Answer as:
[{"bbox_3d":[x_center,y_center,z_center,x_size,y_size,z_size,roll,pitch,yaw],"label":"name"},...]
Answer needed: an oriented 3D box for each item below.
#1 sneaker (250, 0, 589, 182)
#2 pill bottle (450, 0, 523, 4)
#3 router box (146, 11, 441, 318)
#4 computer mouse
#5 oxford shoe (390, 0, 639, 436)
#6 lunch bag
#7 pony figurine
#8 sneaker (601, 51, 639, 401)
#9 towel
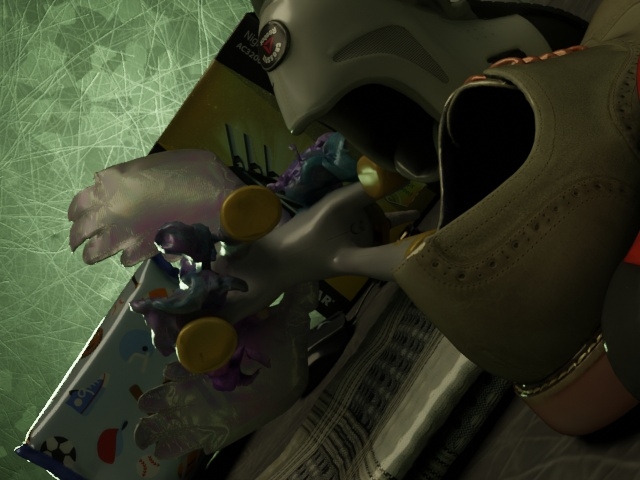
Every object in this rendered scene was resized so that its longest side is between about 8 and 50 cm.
[{"bbox_3d":[0.100,-0.104,0.679,0.122,0.330,0.146,-35,56,55],"label":"sneaker"},{"bbox_3d":[0.161,-0.206,1.005,0.162,0.162,0.278,-52,9,18],"label":"pill bottle"},{"bbox_3d":[-0.031,-0.088,1.101,0.243,0.309,0.081,-53,5,15],"label":"router box"},{"bbox_3d":[0.030,0.075,1.036,0.242,0.041,0.071,-54,8,2],"label":"computer mouse"},{"bbox_3d":[0.161,-0.080,0.550,0.140,0.146,0.397,-50,8,46],"label":"oxford shoe"},{"bbox_3d":[-0.241,0.234,1.304,0.328,0.239,0.385,-58,-7,-18],"label":"lunch bag"},{"bbox_3d":[-0.053,0.029,0.814,0.351,0.303,0.363,-21,1,-2],"label":"pony figurine"},{"bbox_3d":[0.212,-0.055,0.389,0.145,0.090,0.270,-42,18,52],"label":"sneaker"},{"bbox_3d":[0.031,0.144,0.706,0.324,0.056,0.312,-55,8,-2],"label":"towel"}]
